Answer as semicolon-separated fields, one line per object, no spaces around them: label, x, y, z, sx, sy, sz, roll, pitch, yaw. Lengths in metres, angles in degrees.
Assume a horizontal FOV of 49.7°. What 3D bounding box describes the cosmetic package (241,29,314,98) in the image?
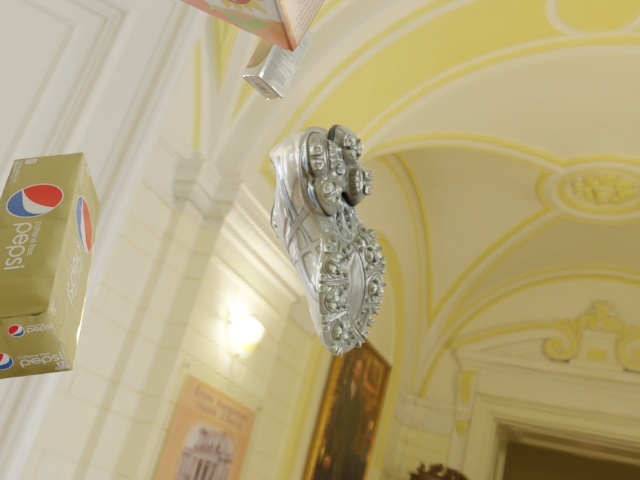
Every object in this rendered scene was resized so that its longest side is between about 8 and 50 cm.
cosmetic package;-0.061;-0.270;1.010;0.041;0.115;0.060;10;-21;46

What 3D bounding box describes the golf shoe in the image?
golf shoe;0.000;0.000;0.543;0.069;0.176;0.086;-11;10;-41

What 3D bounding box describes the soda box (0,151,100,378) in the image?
soda box;-0.205;0.011;0.507;0.058;0.181;0.061;-7;-49;-5

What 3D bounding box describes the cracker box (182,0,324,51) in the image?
cracker box;-0.079;-0.192;0.300;0.155;0.067;0.232;28;-8;12
